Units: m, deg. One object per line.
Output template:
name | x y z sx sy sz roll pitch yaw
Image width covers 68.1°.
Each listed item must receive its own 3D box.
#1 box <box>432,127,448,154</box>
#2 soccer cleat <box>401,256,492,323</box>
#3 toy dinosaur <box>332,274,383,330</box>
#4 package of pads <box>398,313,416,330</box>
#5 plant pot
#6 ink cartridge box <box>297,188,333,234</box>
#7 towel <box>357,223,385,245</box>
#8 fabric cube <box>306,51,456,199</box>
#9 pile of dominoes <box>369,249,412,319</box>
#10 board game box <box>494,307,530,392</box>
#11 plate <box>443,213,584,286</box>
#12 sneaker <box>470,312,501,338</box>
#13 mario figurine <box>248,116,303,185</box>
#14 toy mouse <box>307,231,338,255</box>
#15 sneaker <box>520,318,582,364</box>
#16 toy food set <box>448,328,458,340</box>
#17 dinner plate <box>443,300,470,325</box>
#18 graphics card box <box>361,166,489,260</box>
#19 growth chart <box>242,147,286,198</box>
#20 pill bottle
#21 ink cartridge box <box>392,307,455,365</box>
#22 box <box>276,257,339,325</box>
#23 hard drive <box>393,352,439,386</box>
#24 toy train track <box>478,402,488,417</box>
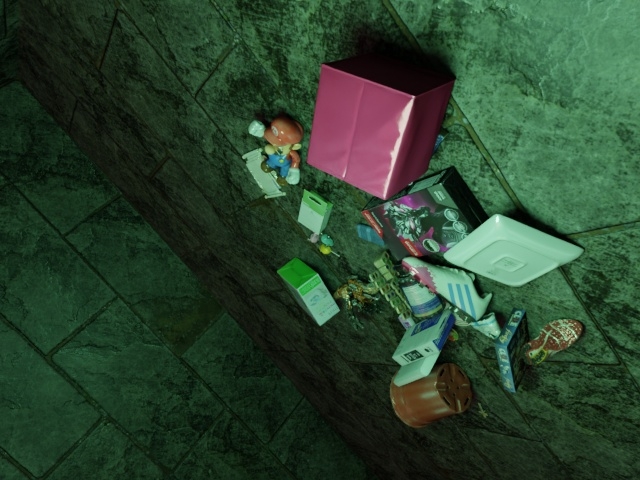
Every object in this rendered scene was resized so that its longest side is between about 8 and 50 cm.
box | 0.260 -0.271 1.373 0.136 0.036 0.225 39 147 8
soccer cleat | 0.424 0.134 1.586 0.331 0.143 0.116 38 178 -6
toy dinosaur | 0.161 0.245 2.060 0.219 0.164 0.322 65 170 -9
package of pads | 0.372 0.349 2.008 0.050 0.032 0.083 -10 121 53
plant pot | 0.490 0.658 2.054 0.272 0.272 0.265 46 142 -4
ink cartridge box | -0.018 -0.124 1.848 0.109 0.062 0.209 35 148 13
towel | 0.192 -0.024 1.763 0.119 0.029 0.067 22 144 32
fabric cube | 0.146 -0.300 1.198 0.259 0.254 0.258 28 129 24
pile of dominoes | 0.286 0.159 1.737 0.040 0.196 0.251 -30 106 36
board game box | 0.650 0.370 1.587 0.042 0.165 0.243 11 137 41
plate | 0.534 0.050 1.344 0.277 0.045 0.278 20 150 -9
sneaker | 0.569 0.298 1.618 0.083 0.071 0.191 58 -178 11
mario figurine | -0.163 -0.307 1.678 0.197 0.170 0.320 6 156 -6
toy mouse | 0.000 0.000 2.009 0.161 0.031 0.143 23 144 31
sneaker | 0.739 0.313 1.508 0.088 0.092 0.225 62 141 25
toy food set | 0.510 0.370 1.888 0.083 0.020 0.083 35 148 15
dinner plate | 0.505 0.265 1.769 0.141 0.017 0.141 30 148 22
graphics card box | 0.323 -0.069 1.494 0.233 0.094 0.370 51 147 -15
growth chart | -0.231 -0.271 1.954 0.171 0.021 0.237 3 131 46
pill bottle | 0.352 0.164 1.702 0.122 0.122 0.219 -18 101 56
ink cartridge box | 0.411 0.371 1.821 0.065 0.165 0.333 39 147 -1
box | -0.056 0.230 2.198 0.231 0.126 0.262 61 166 -27
hard drive | 0.408 0.486 1.941 0.040 0.203 0.307 35 154 4
toy train track | 0.727 0.759 2.123 0.048 0.014 0.083 3 126 57
